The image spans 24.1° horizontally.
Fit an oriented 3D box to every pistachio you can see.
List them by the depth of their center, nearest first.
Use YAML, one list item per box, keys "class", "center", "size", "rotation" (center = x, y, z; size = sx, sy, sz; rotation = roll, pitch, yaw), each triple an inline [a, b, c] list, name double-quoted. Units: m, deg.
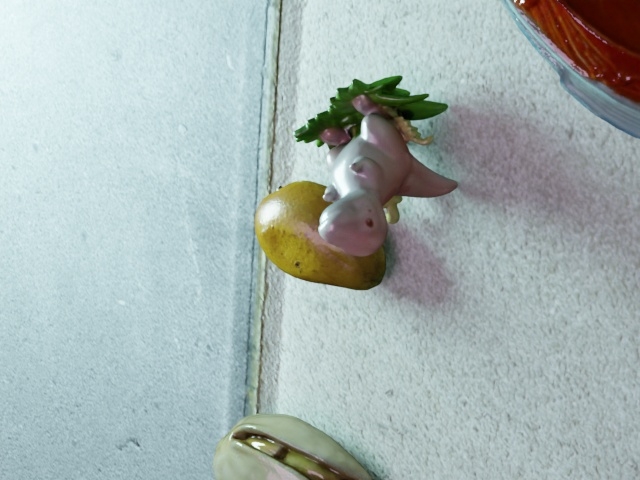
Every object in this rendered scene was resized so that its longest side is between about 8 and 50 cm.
- class: "pistachio"
  center: [-0.036, 0.282, 1.820]
  size: [0.223, 0.126, 0.152]
  rotation: [14, 149, 36]

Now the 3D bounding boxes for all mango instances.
- class: "mango"
  center: [-0.001, -0.007, 1.690]
  size: [0.165, 0.089, 0.115]
  rotation: [16, 118, 37]

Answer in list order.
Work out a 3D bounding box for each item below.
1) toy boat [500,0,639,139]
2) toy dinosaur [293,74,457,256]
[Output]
- class: "toy boat"
  center: [0.222, -0.230, 1.351]
  size: [0.332, 0.145, 0.133]
  rotation: [56, 159, 15]
- class: "toy dinosaur"
  center: [0.066, -0.071, 1.534]
  size: [0.152, 0.194, 0.177]
  rotation: [-36, 63, 32]
